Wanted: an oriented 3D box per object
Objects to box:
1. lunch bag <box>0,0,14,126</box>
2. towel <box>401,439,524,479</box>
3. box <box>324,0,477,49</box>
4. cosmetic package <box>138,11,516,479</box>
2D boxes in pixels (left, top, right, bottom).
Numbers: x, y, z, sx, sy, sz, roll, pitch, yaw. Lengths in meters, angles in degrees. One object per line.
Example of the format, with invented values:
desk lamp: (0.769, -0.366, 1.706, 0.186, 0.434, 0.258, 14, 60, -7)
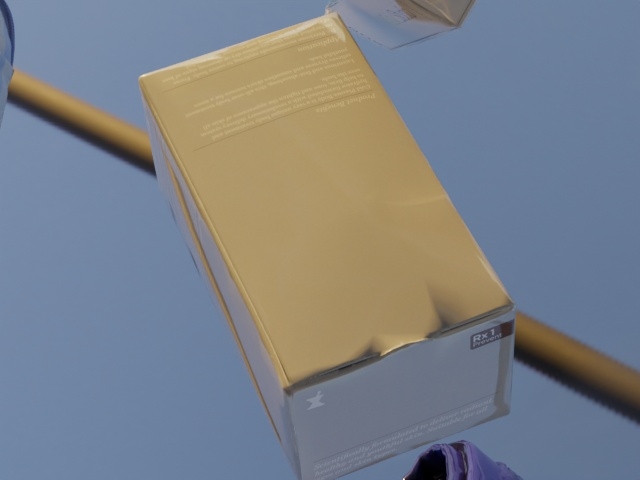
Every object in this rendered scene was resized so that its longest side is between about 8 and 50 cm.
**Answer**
lunch bag: (-0.323, -0.061, 1.079, 0.243, 0.115, 0.303, 10, -101, 3)
towel: (0.131, 0.211, 0.517, 0.308, 0.228, 0.076, 38, -69, -11)
box: (0.115, -0.257, 0.996, 0.058, 0.232, 0.322, 32, -90, -7)
cosmetic package: (0.000, 0.000, 0.962, 0.127, 0.107, 0.238, -18, -126, -10)
